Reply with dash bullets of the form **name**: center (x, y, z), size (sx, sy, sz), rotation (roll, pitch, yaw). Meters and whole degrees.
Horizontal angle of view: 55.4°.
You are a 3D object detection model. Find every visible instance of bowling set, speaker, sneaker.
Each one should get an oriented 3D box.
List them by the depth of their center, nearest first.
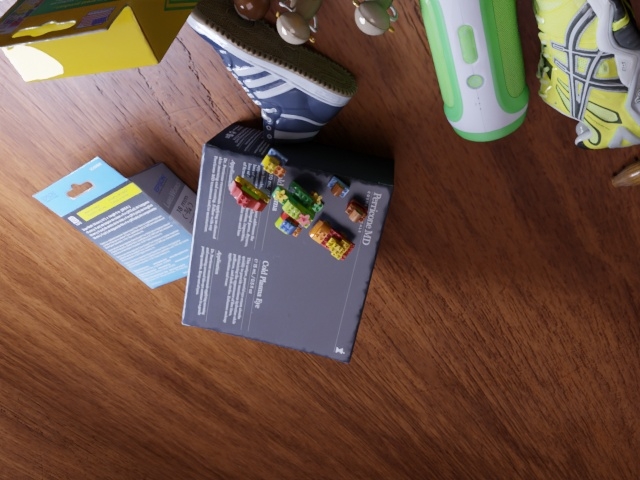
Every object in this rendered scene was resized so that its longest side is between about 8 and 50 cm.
- **sneaker**: center (0.342, -0.250, 0.803), size (0.147, 0.145, 0.384), rotation (-23, 126, 36)
- **bowling set**: center (-0.050, -0.333, 0.817), size (0.287, 0.154, 0.200), rotation (32, 137, -19)
- **speaker**: center (0.205, -0.280, 0.821), size (0.131, 0.131, 0.297), rotation (-5, 137, 23)
- **sneaker**: center (-0.099, -0.255, 0.970), size (0.282, 0.099, 0.153), rotation (25, 138, -17)

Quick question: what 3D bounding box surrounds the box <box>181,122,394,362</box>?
- **box**: center (-0.056, 0.002, 1.094), size (0.312, 0.179, 0.343), rotation (14, 112, 3)

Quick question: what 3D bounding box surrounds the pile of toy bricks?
- **pile of toy bricks**: center (-0.028, -0.050, 0.917), size (0.212, 0.105, 0.118), rotation (35, 111, -7)

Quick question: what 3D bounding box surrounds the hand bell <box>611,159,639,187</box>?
- **hand bell**: center (0.558, -0.132, 0.930), size (0.126, 0.126, 0.242), rotation (32, 151, -20)

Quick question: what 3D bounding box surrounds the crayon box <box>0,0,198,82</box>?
- **crayon box**: center (-0.270, -0.309, 0.782), size (0.203, 0.323, 0.083), rotation (-1, 138, 19)

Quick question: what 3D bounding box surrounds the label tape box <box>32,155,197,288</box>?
- **label tape box**: center (-0.385, -0.056, 1.288), size (0.240, 0.106, 0.334), rotation (-19, 129, 34)
